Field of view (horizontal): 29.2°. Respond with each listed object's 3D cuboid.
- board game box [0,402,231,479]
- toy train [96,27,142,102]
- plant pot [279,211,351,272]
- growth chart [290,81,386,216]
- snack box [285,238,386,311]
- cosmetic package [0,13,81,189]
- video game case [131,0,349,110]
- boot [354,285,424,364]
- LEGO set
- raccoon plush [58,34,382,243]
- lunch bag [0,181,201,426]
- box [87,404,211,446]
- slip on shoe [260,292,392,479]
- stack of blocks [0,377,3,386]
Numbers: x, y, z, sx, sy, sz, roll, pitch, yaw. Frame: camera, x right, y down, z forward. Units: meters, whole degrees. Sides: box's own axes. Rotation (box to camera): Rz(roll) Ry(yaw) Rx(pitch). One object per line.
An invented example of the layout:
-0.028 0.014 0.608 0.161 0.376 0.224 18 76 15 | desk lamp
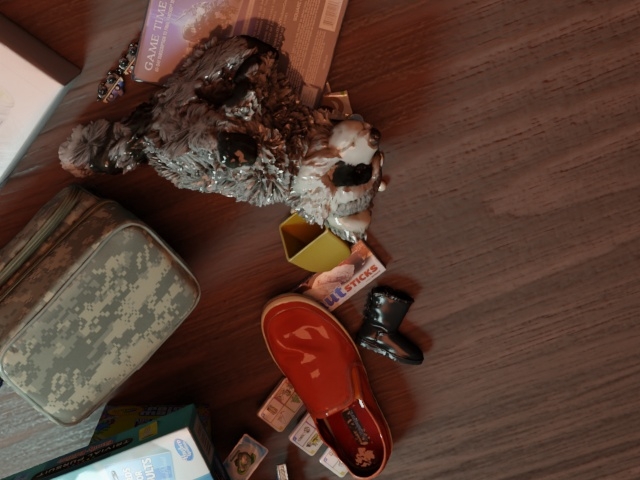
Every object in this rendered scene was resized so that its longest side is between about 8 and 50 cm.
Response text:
-0.276 0.402 1.674 0.336 0.079 0.253 -22 105 7 | board game box
-0.273 -0.261 1.791 0.036 0.027 0.158 35 104 -21 | toy train
0.000 0.000 1.836 0.081 0.081 0.083 -38 131 20 | plant pot
-0.013 -0.152 1.824 0.172 0.021 0.237 -25 106 7 | growth chart
0.012 0.072 1.890 0.178 0.022 0.064 -38 105 11 | snack box
-0.503 -0.209 1.751 0.224 0.138 0.224 35 103 -10 | cosmetic package
-0.115 -0.290 1.756 0.274 0.026 0.196 14 106 -5 | video game case
0.117 0.130 1.896 0.121 0.045 0.099 21 107 -1 | boot
-0.064 0.362 1.958 0.182 0.060 0.244 38 84 -15 | LEGO set
-0.117 -0.123 1.765 0.299 0.446 0.216 40 62 -39 | raccoon plush
-0.368 0.077 1.744 0.305 0.256 0.212 -48 131 -9 | lunch bag
-0.260 0.437 1.871 0.177 0.279 0.290 -1 108 1 | box
0.016 0.225 1.877 0.123 0.101 0.331 -26 104 6 | slip on shoe
-0.571 0.202 1.792 0.087 0.297 0.171 -12 106 7 | stack of blocks
